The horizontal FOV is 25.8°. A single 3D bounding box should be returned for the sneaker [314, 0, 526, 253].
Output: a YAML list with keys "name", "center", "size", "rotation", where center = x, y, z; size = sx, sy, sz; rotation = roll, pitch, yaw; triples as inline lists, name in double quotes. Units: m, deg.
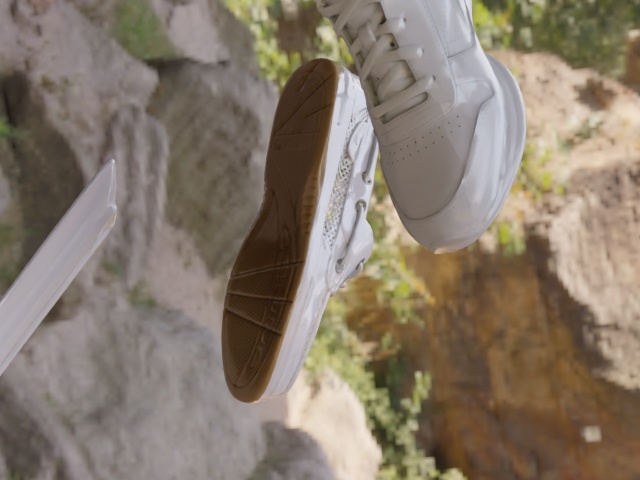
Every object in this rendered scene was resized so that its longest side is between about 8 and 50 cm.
- name: "sneaker"
  center: [0.043, -0.136, 0.918]
  size: [0.152, 0.114, 0.305]
  rotation: [11, 62, -39]

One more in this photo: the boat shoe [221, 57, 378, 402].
- name: "boat shoe"
  center: [0.000, 0.000, 1.110]
  size: [0.096, 0.098, 0.277]
  rotation: [19, 85, -37]

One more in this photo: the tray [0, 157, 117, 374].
- name: "tray"
  center: [-0.238, 0.058, 1.109]
  size: [0.270, 0.030, 0.145]
  rotation: [-55, -177, -12]
